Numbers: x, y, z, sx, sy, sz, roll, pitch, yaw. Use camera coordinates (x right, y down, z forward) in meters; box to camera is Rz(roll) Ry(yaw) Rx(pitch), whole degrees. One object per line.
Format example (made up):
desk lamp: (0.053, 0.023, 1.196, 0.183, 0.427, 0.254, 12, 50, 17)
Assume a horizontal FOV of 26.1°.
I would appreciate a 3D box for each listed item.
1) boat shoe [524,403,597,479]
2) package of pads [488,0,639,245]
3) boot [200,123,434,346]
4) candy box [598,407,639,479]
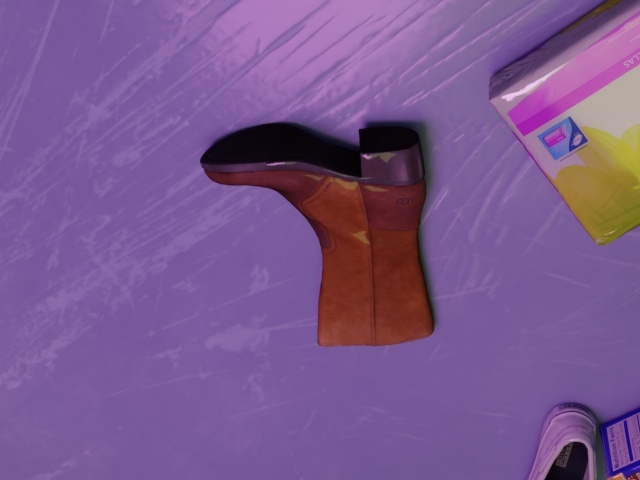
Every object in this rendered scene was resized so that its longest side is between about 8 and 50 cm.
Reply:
boat shoe: (0.297, 0.334, 1.751, 0.095, 0.084, 0.258, 4, 116, 5)
package of pads: (0.366, -0.154, 1.494, 0.296, 0.101, 0.229, -33, 107, 21)
boot: (0.000, 0.000, 1.644, 0.264, 0.096, 0.280, -4, 123, 1)
candy box: (0.543, 0.291, 1.678, 0.317, 0.122, 0.268, -29, 110, 20)
